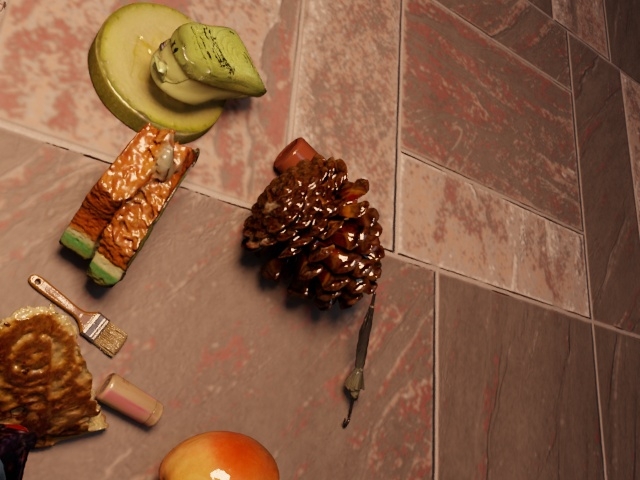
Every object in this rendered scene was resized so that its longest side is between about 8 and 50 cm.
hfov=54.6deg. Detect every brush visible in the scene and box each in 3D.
[{"bbox_3d":[-0.364,0.108,0.925,0.170,0.014,0.043,43,56,-17],"label":"brush"}]

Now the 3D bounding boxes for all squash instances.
[{"bbox_3d":[-0.275,-0.298,1.099,0.252,0.049,0.252,13,68,-35],"label":"squash"}]

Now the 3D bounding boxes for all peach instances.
[{"bbox_3d":[-0.152,0.367,0.906,0.184,0.184,0.184,12,69,-34],"label":"peach"}]

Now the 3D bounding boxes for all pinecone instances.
[{"bbox_3d":[0.003,-0.002,1.111,0.292,0.246,0.246,57,47,-37],"label":"pinecone"}]

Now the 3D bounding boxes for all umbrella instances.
[{"bbox_3d":[0.073,0.219,1.149,0.044,0.044,0.268,-11,115,-64],"label":"umbrella"}]

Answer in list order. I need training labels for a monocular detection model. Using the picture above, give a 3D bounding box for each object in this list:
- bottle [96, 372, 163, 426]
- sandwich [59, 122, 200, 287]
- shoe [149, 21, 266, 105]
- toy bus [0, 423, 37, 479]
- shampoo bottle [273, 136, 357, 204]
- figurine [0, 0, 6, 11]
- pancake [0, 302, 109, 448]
[{"bbox_3d":[-0.282,0.239,0.925,0.096,0.045,0.045,39,56,-23],"label":"bottle"},{"bbox_3d":[-0.282,-0.073,0.935,0.109,0.212,0.292,30,72,-10],"label":"sandwich"},{"bbox_3d":[-0.192,-0.304,1.062,0.262,0.128,0.140,-31,107,-71],"label":"shoe"},{"bbox_3d":[-0.481,0.259,0.675,0.303,0.147,0.127,10,71,-21],"label":"toy bus"},{"bbox_3d":[0.017,-0.097,1.239,0.244,0.085,0.085,43,55,-22],"label":"shampoo bottle"},{"bbox_3d":[-0.569,-0.363,0.837,0.257,0.144,0.181,26,65,-26],"label":"figurine"},{"bbox_3d":[-0.405,0.193,0.801,0.212,0.056,0.257,-18,122,-18],"label":"pancake"}]
